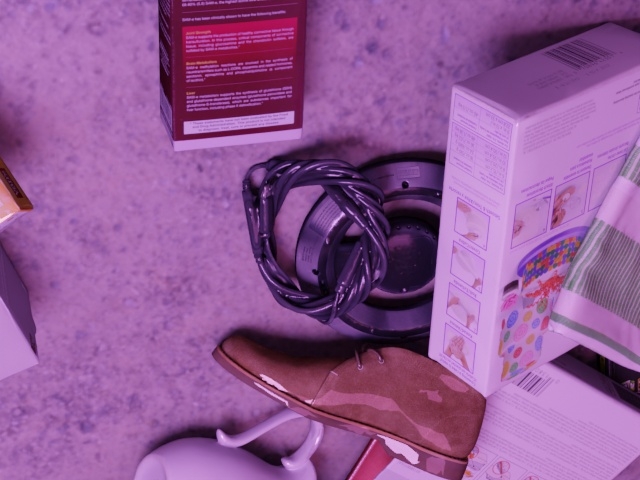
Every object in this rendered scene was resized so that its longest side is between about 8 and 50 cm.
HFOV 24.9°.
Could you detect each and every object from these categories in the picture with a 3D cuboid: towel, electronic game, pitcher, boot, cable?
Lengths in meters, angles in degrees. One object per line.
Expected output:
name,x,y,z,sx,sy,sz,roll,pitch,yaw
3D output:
towel,0.369,-0.023,1.532,0.248,0.038,0.325,24,97,-51
electronic game,0.086,0.014,1.552,0.229,0.048,0.229,-4,122,-7
pitcher,-0.097,0.263,1.628,0.207,0.125,0.178,10,99,-35
boot,0.035,0.151,1.574,0.305,0.112,0.115,22,97,-6
cable,0.000,0.000,1.484,0.150,0.047,0.184,-4,111,13

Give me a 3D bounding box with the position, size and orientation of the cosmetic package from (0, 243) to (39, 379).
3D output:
cosmetic package,-0.402,0.097,1.402,0.238,0.127,0.107,-27,127,-2

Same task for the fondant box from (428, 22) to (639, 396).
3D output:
fondant box,0.235,-0.032,1.487,0.238,0.096,0.330,-24,130,-34

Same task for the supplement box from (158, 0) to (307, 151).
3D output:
supplement box,-0.082,-0.207,1.336,0.130,0.073,0.239,-6,125,-15

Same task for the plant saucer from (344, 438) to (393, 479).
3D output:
plant saucer,0.114,0.336,1.754,0.258,0.048,0.259,26,101,-30

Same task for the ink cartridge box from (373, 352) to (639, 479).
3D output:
ink cartridge box,0.229,0.235,1.703,0.275,0.060,0.239,29,115,-30

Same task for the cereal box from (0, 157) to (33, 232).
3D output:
cereal box,-0.405,-0.031,1.309,0.240,0.047,0.173,-34,88,7

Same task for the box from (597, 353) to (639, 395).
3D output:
box,0.421,0.090,1.713,0.190,0.045,0.184,-15,129,-8
